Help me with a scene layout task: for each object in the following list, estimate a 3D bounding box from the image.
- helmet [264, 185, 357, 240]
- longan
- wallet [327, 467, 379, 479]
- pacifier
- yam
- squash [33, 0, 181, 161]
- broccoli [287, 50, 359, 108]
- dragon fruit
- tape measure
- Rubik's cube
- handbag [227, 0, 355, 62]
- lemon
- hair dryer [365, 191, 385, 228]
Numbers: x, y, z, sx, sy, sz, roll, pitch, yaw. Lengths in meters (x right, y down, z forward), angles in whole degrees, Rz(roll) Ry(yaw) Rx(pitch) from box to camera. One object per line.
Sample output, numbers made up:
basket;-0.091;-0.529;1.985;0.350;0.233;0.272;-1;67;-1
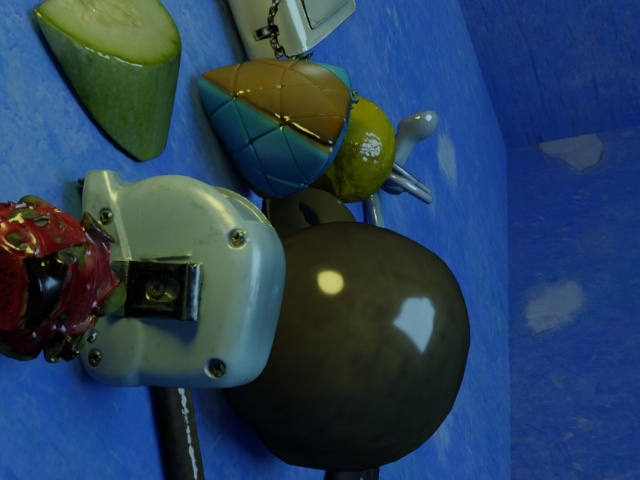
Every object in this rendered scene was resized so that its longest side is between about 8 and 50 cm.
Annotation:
helmet;0.000;0.000;1.680;0.198;0.130;0.224;-68;143;-60
longan;0.033;0.155;1.411;0.336;0.404;0.404;50;-2;38
wallet;0.068;0.431;1.799;0.229;0.049;0.182;-78;148;-48
pacifier;0.191;-0.198;2.149;0.207;0.227;0.279;-54;158;6
yam;-0.178;0.227;1.219;0.046;0.046;0.263;-10;90;-70
squash;-0.259;-0.209;1.229;0.204;0.155;0.237;38;33;-7
broccoli;-0.018;-0.249;1.653;0.154;0.167;0.160;51;44;-8
dragon fruit;-0.261;0.044;0.924;0.166;0.160;0.172;60;18;11
tape measure;-0.165;0.041;1.081;0.125;0.246;0.243;11;78;-65
Rubik's cube;-0.094;-0.163;1.490;0.254;0.254;0.254;-9;90;-70
handbag;-0.092;-0.495;1.604;0.236;0.160;0.358;-57;133;-54
lemon;0.042;-0.169;1.768;0.192;0.192;0.231;62;28;-42
hair dryer;0.128;-0.013;2.123;0.131;0.073;0.236;31;50;-63
